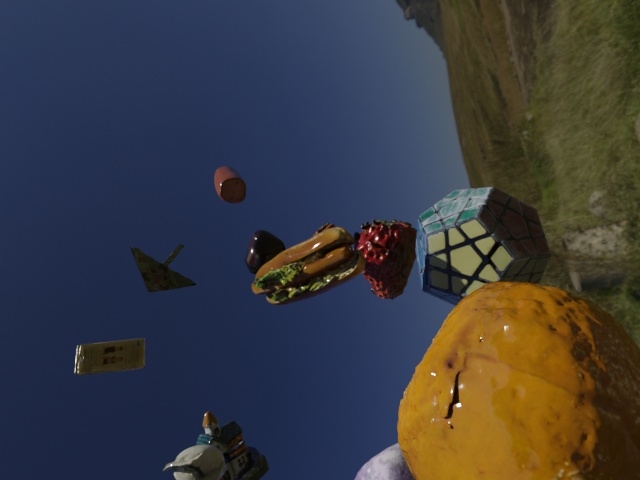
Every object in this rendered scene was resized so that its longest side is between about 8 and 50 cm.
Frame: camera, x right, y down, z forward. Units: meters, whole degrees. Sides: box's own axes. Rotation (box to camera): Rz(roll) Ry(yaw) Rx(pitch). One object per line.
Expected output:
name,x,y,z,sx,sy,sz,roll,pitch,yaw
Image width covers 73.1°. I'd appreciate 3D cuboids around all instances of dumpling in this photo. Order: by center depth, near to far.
dumpling,-0.351,0.630,1.218,0.176,0.150,0.092,-1,-88,-61

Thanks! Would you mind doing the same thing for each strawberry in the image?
strawberry,0.230,0.063,1.439,0.253,0.150,0.280,14,-87,-34

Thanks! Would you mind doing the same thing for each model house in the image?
model house,-0.382,0.820,1.693,0.271,0.190,0.301,-19,-93,-41

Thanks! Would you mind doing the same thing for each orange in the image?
orange,0.271,0.228,0.574,0.340,0.293,0.340,-50,-21,-28

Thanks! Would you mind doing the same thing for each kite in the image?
kite,-0.486,0.077,1.347,0.229,0.012,0.250,36,-151,-15

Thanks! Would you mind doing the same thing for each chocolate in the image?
chocolate,-0.169,0.030,1.336,0.149,0.125,0.080,-85,6,-52

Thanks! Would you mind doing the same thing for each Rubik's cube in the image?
Rubik's cube,0.375,0.027,1.037,0.319,0.264,0.319,-4,-90,-86

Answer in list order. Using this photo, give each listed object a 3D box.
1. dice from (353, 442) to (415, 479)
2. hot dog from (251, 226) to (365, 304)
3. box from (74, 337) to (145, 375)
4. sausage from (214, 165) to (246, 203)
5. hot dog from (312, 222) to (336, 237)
dice,0.239,0.634,0.982,0.270,0.270,0.271,-119,36,-47
hot dog,-0.046,0.080,1.028,0.135,0.337,0.100,55,-143,-12
box,-0.497,0.276,1.026,0.020,0.149,0.073,114,149,-49
sausage,-0.138,-0.086,0.650,0.131,0.039,0.041,-136,49,-65
hot dog,0.000,-0.001,1.403,0.144,0.062,0.038,-46,-22,-18
